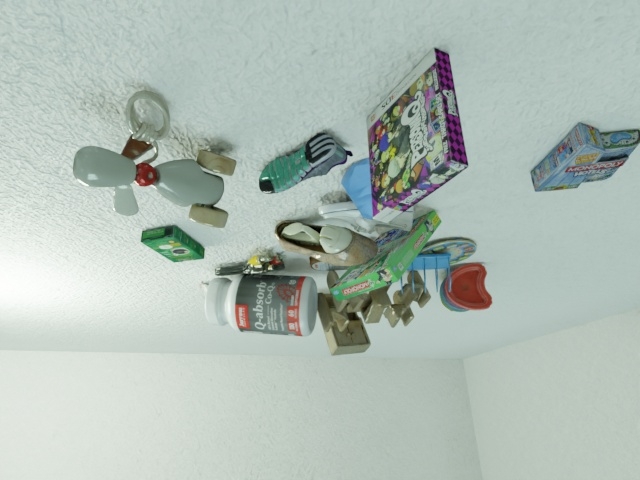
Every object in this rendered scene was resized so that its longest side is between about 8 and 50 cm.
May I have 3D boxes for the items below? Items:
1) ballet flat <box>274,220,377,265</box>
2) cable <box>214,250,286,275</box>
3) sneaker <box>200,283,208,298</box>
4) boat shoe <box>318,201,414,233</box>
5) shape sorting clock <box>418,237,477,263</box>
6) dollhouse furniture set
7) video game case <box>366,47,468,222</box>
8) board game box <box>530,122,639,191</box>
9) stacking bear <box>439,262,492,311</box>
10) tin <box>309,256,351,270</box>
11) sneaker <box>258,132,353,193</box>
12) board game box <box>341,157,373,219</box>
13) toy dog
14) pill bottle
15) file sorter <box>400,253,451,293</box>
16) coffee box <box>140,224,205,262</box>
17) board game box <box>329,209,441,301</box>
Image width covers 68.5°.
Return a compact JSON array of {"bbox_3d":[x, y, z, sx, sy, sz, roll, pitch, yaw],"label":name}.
[{"bbox_3d":[0.000,0.000,1.286,0.316,0.107,0.106,5,149,32],"label":"ballet flat"},{"bbox_3d":[-0.236,0.079,1.614,0.287,0.072,0.140,-7,176,39],"label":"cable"},{"bbox_3d":[-0.431,0.200,1.850,0.065,0.061,0.158,-25,163,-18],"label":"sneaker"},{"bbox_3d":[0.124,-0.059,1.240,0.258,0.084,0.095,0,179,-5],"label":"boat shoe"},{"bbox_3d":[0.427,0.048,1.599,0.206,0.040,0.206,-2,157,-1],"label":"shape sorting clock"},{"bbox_3d":[0.143,0.228,1.814,0.362,0.256,0.394,1,138,-26],"label":"dollhouse furniture set"},{"bbox_3d":[0.157,-0.177,0.823,0.042,0.232,0.210,12,153,-25],"label":"video game case"},{"bbox_3d":[0.605,-0.189,1.059,0.194,0.060,0.194,-5,157,5],"label":"board game box"},{"bbox_3d":[0.548,0.210,1.855,0.164,0.175,0.289,-7,163,3],"label":"stacking bear"},{"bbox_3d":[0.056,0.070,1.617,0.190,0.040,0.106,-4,152,3],"label":"tin"},{"bbox_3d":[-0.036,-0.152,1.047,0.224,0.083,0.098,-22,155,35],"label":"sneaker"},{"bbox_3d":[0.135,-0.129,1.129,0.133,0.033,0.168,-24,117,25],"label":"board game box"},{"bbox_3d":[-0.327,-0.136,0.957,0.161,0.220,0.334,19,167,42],"label":"toy dog"},{"bbox_3d":[-0.204,0.224,1.661,0.363,0.210,0.210,1,157,11],"label":"pill bottle"},{"bbox_3d":[0.349,0.115,1.575,0.170,0.104,0.118,-3,156,11],"label":"file sorter"},{"bbox_3d":[-0.443,0.014,1.422,0.113,0.040,0.184,-9,155,14],"label":"coffee box"},{"bbox_3d":[0.184,0.039,1.289,0.214,0.046,0.317,-25,-168,43],"label":"board game box"}]
